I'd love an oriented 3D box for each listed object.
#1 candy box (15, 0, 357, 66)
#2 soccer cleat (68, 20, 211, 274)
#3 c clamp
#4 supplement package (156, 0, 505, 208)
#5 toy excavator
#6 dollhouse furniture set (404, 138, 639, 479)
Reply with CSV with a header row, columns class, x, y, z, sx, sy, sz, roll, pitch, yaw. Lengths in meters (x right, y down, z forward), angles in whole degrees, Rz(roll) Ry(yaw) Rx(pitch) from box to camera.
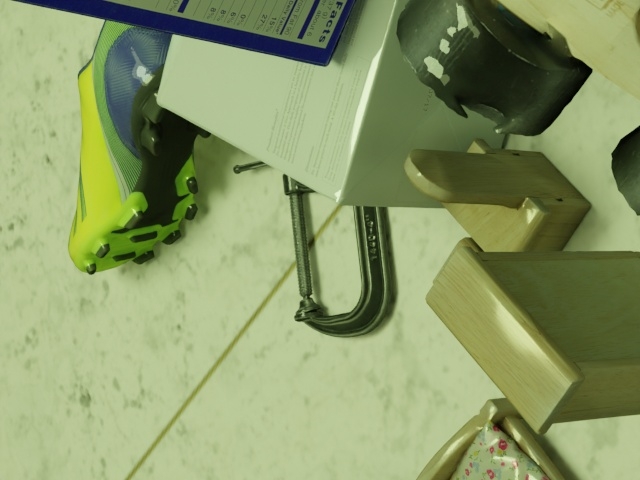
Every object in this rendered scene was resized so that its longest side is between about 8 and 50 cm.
class,x,y,z,sx,sy,sz,roll,pitch,yaw
candy box,-0.154,-0.238,1.141,0.268,0.317,0.122,43,114,38
soccer cleat,-0.152,-0.080,1.475,0.121,0.093,0.289,57,148,23
c clamp,0.000,0.000,1.410,0.137,0.022,0.160,-21,73,39
supplement package,0.023,-0.147,1.290,0.203,0.149,0.194,30,110,42
toy excavator,0.179,-0.250,1.100,0.433,0.445,0.222,34,124,-4
dollhouse furniture set,0.083,0.162,1.211,0.303,0.174,0.355,52,124,33
